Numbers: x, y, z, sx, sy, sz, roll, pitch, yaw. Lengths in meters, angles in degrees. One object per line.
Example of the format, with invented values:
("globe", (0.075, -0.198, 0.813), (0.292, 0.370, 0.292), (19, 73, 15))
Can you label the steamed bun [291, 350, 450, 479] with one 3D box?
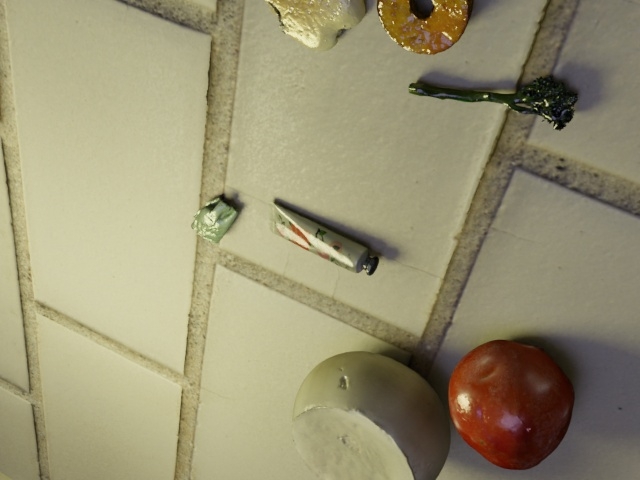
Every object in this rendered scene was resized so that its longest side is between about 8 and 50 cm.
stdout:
("steamed bun", (0.105, 0.360, 1.712), (0.325, 0.206, 0.324), (19, 133, 22))

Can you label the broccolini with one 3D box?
("broccolini", (0.247, -0.209, 1.274), (0.255, 0.057, 0.071), (8, 86, 23))

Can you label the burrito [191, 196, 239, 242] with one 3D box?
("burrito", (-0.208, -0.045, 1.703), (0.074, 0.044, 0.118), (44, 139, 0))

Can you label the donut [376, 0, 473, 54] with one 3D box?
("donut", (0.151, -0.341, 1.223), (0.152, 0.058, 0.151), (18, 133, 20))

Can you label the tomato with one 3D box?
("tomato", (0.329, 0.291, 1.528), (0.232, 0.188, 0.231), (17, 129, 22))

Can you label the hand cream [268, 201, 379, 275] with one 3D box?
("hand cream", (0.000, 0.000, 1.609), (0.234, 0.050, 0.080), (26, 138, 21))

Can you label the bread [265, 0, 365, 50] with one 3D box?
("bread", (-0.035, -0.411, 1.299), (0.251, 0.039, 0.182), (48, 135, -9))
